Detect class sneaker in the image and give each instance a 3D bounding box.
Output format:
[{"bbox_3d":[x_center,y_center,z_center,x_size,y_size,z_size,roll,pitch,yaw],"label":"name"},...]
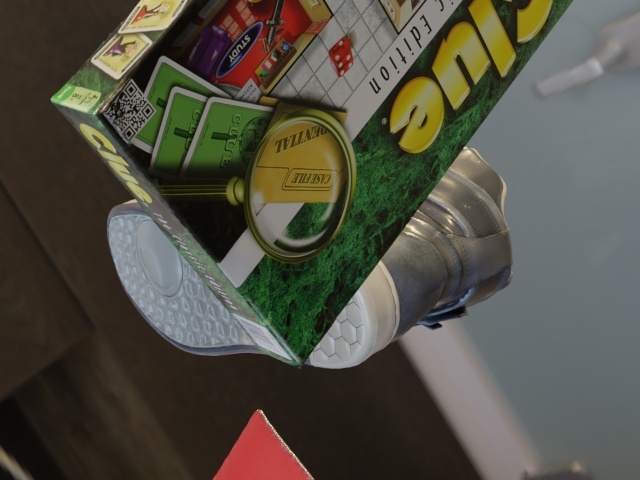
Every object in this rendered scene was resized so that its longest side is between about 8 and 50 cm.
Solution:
[{"bbox_3d":[0.001,0.002,0.740,0.226,0.086,0.163,12,28,44],"label":"sneaker"}]

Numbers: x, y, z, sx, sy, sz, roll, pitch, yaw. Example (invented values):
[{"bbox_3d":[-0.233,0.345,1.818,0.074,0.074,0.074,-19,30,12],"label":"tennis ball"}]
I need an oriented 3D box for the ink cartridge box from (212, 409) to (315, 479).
[{"bbox_3d":[-0.064,0.269,0.683,0.261,0.066,0.296,42,105,46],"label":"ink cartridge box"}]

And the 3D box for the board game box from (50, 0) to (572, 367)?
[{"bbox_3d":[0.030,-0.095,0.477,0.030,0.136,0.260,20,65,41],"label":"board game box"}]
